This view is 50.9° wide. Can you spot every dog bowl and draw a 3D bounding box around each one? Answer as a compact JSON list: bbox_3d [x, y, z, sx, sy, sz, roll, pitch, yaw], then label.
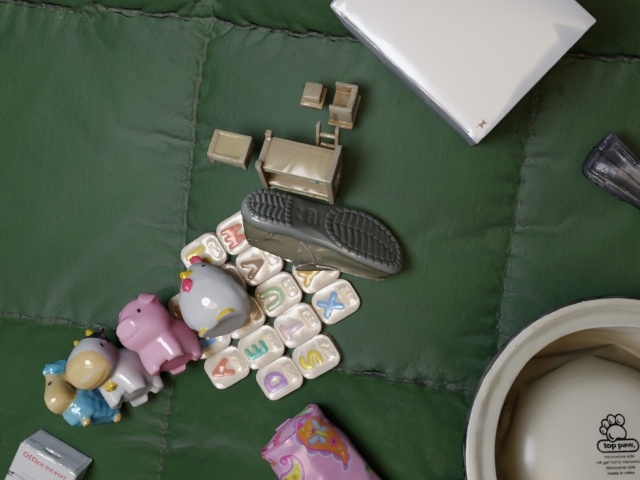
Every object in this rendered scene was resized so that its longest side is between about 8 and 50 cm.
[{"bbox_3d":[0.368,0.283,0.869,0.408,0.150,0.408,1,76,-3],"label":"dog bowl"}]

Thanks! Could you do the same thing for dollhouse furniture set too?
[{"bbox_3d":[-0.048,-0.158,0.995,0.182,0.101,0.161,14,74,8],"label":"dollhouse furniture set"}]

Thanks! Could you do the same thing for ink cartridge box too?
[{"bbox_3d":[-0.467,0.412,1.129,0.109,0.063,0.150,28,100,6],"label":"ink cartridge box"}]

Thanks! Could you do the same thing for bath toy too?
[{"bbox_3d":[-0.266,0.146,1.024,0.348,0.151,0.129,-37,65,14],"label":"bath toy"}]

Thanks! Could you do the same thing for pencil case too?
[{"bbox_3d":[0.038,0.387,1.015,0.124,0.124,0.284,-42,89,12],"label":"pencil case"}]

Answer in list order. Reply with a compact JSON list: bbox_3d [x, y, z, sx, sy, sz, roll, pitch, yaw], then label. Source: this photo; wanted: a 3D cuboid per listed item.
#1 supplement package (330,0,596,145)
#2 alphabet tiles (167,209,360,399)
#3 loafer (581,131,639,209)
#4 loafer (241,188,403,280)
[{"bbox_3d":[0.183,-0.289,0.895,0.262,0.145,0.204,44,102,2],"label":"supplement package"},{"bbox_3d":[-0.093,0.100,1.051,0.278,0.021,0.284,-31,91,12],"label":"alphabet tiles"},{"bbox_3d":[0.464,-0.064,0.907,0.223,0.076,0.078,35,109,8],"label":"loafer"},{"bbox_3d":[0.000,0.000,0.990,0.251,0.094,0.087,20,137,-5],"label":"loafer"}]
